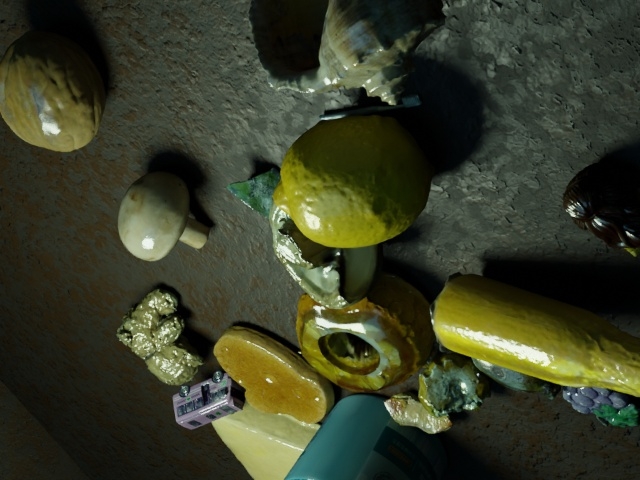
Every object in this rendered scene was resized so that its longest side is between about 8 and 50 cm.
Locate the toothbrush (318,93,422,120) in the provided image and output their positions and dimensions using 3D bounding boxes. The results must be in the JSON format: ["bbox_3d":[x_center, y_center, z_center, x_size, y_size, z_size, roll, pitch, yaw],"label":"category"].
[{"bbox_3d":[0.085,-0.234,1.471,0.219,0.016,0.019,-4,122,40],"label":"toothbrush"}]

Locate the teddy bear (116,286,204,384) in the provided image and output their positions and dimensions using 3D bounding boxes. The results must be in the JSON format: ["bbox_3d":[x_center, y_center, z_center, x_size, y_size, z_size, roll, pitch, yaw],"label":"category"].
[{"bbox_3d":[-0.428,0.280,2.235,0.256,0.156,0.267,44,139,-8],"label":"teddy bear"}]

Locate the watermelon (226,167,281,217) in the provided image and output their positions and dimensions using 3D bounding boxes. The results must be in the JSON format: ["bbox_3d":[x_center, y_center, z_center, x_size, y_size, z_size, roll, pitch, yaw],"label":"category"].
[{"bbox_3d":[-0.101,-0.095,1.725,0.101,0.080,0.155,-41,96,14],"label":"watermelon"}]

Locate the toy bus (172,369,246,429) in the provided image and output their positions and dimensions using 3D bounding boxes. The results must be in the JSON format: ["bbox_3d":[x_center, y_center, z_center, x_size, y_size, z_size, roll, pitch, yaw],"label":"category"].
[{"bbox_3d":[-0.302,0.438,2.261,0.199,0.108,0.096,-25,142,19],"label":"toy bus"}]

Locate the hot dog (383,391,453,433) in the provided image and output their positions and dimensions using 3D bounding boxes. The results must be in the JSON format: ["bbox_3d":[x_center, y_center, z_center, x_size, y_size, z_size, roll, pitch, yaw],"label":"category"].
[{"bbox_3d":[0.230,0.399,1.907,0.169,0.061,0.078,19,94,21],"label":"hot dog"}]

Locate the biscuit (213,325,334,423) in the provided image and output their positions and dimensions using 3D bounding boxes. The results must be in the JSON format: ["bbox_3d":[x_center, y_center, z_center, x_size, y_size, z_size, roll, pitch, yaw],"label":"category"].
[{"bbox_3d":[-0.122,0.359,2.145,0.344,0.057,0.287,29,139,11],"label":"biscuit"}]

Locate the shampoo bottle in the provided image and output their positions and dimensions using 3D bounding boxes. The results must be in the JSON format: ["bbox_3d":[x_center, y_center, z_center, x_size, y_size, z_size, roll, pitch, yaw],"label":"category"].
[{"bbox_3d":[0.095,0.596,1.976,0.331,0.342,0.331,20,136,21],"label":"shampoo bottle"}]

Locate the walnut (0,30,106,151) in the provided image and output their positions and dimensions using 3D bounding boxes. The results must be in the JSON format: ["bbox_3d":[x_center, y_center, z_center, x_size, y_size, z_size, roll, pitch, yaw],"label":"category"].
[{"bbox_3d":[-0.572,-0.317,1.752,0.225,0.225,0.261,5,124,34],"label":"walnut"}]

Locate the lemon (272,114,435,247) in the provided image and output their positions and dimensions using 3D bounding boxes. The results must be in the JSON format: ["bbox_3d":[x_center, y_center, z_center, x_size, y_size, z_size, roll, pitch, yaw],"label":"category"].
[{"bbox_3d":[0.057,-0.101,1.436,0.288,0.233,0.233,-9,127,4],"label":"lemon"}]

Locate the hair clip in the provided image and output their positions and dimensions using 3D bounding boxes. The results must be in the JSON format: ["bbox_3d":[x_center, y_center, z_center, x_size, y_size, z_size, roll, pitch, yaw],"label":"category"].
[{"bbox_3d":[0.540,0.302,1.605,0.195,0.052,0.124,37,150,-10],"label":"hair clip"}]

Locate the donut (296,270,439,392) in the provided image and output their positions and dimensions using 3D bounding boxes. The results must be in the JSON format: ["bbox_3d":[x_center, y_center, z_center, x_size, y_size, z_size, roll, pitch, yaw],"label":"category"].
[{"bbox_3d":[0.085,0.197,1.758,0.330,0.160,0.330,21,133,24],"label":"donut"}]

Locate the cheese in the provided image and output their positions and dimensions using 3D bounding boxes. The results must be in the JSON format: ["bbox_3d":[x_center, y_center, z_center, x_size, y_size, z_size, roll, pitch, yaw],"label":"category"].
[{"bbox_3d":[-0.091,0.588,2.297,0.384,0.104,0.384,21,136,21],"label":"cheese"}]

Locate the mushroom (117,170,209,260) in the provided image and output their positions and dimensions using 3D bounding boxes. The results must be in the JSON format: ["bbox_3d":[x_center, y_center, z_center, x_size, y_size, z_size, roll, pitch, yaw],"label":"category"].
[{"bbox_3d":[-0.345,-0.044,1.869,0.215,0.207,0.207,25,151,-34],"label":"mushroom"}]

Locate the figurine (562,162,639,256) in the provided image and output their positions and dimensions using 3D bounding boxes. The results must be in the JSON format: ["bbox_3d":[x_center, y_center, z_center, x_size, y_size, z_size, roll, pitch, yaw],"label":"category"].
[{"bbox_3d":[0.513,0.007,1.289,0.315,0.168,0.187,48,151,5],"label":"figurine"}]

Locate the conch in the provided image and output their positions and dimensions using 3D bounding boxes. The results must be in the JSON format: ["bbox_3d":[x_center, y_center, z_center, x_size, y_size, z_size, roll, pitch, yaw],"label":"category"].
[{"bbox_3d":[0.039,-0.353,1.265,0.297,0.210,0.352,-25,65,32],"label":"conch"}]

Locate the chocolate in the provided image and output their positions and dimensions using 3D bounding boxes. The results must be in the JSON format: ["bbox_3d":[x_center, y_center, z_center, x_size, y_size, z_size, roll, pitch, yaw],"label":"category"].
[{"bbox_3d":[0.395,0.180,1.419,0.445,0.162,0.162,17,138,50],"label":"chocolate"}]

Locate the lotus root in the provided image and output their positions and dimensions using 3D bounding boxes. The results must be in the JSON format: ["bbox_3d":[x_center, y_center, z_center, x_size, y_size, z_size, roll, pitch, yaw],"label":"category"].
[{"bbox_3d":[0.384,0.248,1.628,0.192,0.088,0.113,28,165,23],"label":"lotus root"}]

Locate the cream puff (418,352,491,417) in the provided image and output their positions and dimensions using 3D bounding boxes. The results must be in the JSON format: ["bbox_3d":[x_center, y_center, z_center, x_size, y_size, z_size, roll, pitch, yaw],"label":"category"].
[{"bbox_3d":[0.278,0.305,1.736,0.156,0.156,0.121,-52,52,50],"label":"cream puff"}]

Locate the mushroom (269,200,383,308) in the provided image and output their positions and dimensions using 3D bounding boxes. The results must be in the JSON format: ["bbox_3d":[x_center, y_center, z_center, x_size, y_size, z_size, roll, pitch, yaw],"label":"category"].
[{"bbox_3d":[0.003,-0.007,1.622,0.267,0.189,0.164,50,155,-12],"label":"mushroom"}]
